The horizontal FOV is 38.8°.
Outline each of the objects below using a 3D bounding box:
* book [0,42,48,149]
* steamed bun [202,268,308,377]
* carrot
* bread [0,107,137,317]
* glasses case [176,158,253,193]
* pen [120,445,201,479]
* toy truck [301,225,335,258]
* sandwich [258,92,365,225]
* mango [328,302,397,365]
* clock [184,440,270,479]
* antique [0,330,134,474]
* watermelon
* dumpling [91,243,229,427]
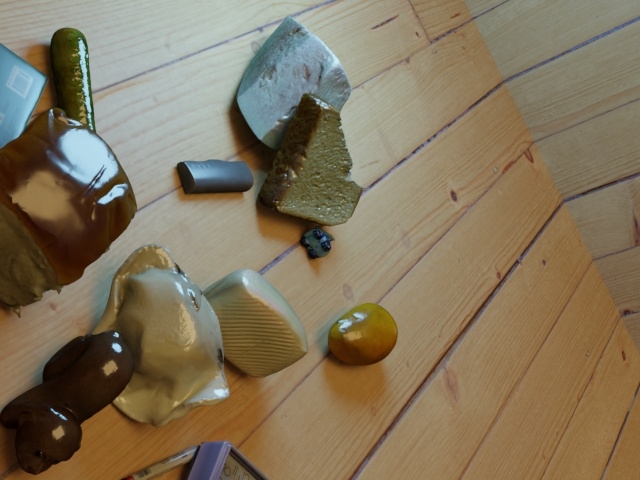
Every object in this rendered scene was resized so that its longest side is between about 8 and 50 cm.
[{"bbox_3d":[-0.657,-0.297,1.536,0.379,0.031,0.264,38,46,-33],"label":"book"},{"bbox_3d":[-0.139,0.155,1.845,0.238,0.170,0.152,51,17,-24],"label":"steamed bun"},{"bbox_3d":[-0.460,-0.232,1.717,0.074,0.074,0.358,5,71,-50],"label":"carrot"},{"bbox_3d":[-0.459,-0.059,1.498,0.250,0.225,0.279,52,42,-22],"label":"bread"},{"bbox_3d":[-0.227,-0.140,1.979,0.191,0.042,0.072,-6,70,-52],"label":"glasses case"},{"bbox_3d":[-0.276,0.408,1.656,0.218,0.026,0.026,-14,83,-53],"label":"pen"},{"bbox_3d":[0.000,0.000,2.177,0.073,0.056,0.090,58,25,-3],"label":"toy truck"},{"bbox_3d":[0.006,-0.178,2.110,0.254,0.288,0.100,11,19,-41],"label":"sandwich"},{"bbox_3d":[0.097,0.220,2.139,0.227,0.109,0.147,6,92,-50],"label":"mango"},{"bbox_3d":[-0.167,0.481,1.695,0.193,0.073,0.144,51,41,-32],"label":"clock"},{"bbox_3d":[-0.399,0.258,1.464,0.121,0.143,0.257,53,54,-21],"label":"antique"},{"bbox_3d":[-0.036,-0.371,2.145,0.228,0.258,0.387,38,51,-29],"label":"watermelon"},{"bbox_3d":[-0.304,0.182,1.661,0.243,0.187,0.318,-26,83,-14],"label":"dumpling"}]
